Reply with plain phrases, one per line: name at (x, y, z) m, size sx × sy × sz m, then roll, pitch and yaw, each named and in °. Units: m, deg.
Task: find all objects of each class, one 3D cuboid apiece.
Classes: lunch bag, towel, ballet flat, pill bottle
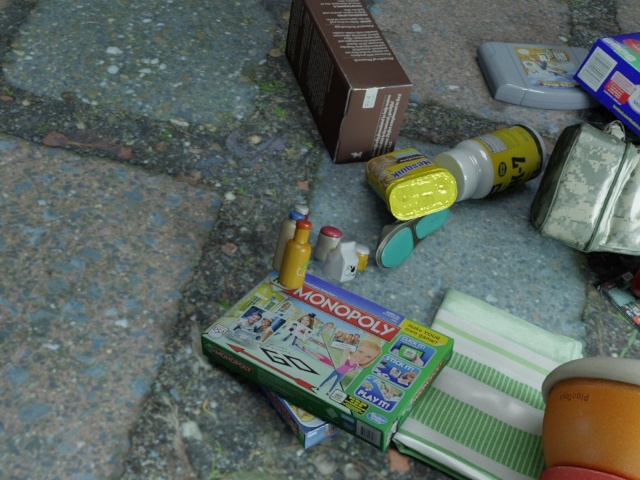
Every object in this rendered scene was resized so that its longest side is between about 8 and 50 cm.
lunch bag at (0.528, -0.077, 1.311) m, size 0.256 × 0.213 × 0.305 m, roll 22°, pitch 10°, yaw 9°
towel at (0.266, 0.234, 1.158) m, size 0.248 × 0.038 × 0.325 m, roll 23°, pitch 49°, yaw 10°
ballet flat at (0.151, -0.015, 1.347) m, size 0.068 × 0.072 × 0.213 m, roll 16°, pitch 40°, yaw 41°
ballet flat at (0.613, -0.182, 1.571) m, size 0.077 × 0.079 × 0.221 m, roll 20°, pitch 48°, yaw 5°
pill bottle at (0.331, -0.150, 1.457) m, size 0.208 × 0.119 × 0.119 m, roll -20°, pitch 56°, yaw -26°

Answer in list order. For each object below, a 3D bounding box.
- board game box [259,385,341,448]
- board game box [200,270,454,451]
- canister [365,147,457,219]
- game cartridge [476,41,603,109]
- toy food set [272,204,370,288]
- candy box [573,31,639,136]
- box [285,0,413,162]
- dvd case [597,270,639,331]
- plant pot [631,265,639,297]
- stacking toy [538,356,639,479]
board game box at (0.028, 0.213, 1.107) m, size 0.201 × 0.035 × 0.136 m, roll -20°, pitch 42°, yaw -26°
board game box at (0.010, 0.159, 1.111) m, size 0.317 × 0.046 × 0.213 m, roll 22°, pitch 43°, yaw 25°
canister at (0.161, -0.109, 1.366) m, size 0.126 × 0.073 × 0.170 m, roll -17°, pitch 25°, yaw -7°
game cartridge at (0.537, -0.391, 1.761) m, size 0.297 × 0.062 × 0.198 m, roll 0°, pitch 45°, yaw -12°
toy food set at (0.000, 0.000, 1.213) m, size 0.111 × 0.104 × 0.232 m, roll 26°, pitch 21°, yaw 33°
candy box at (0.778, -0.350, 1.684) m, size 0.317 × 0.122 × 0.268 m, roll -17°, pitch 58°, yaw -39°
box at (0.046, -0.360, 1.537) m, size 0.143 × 0.191 × 0.381 m, roll -6°, pitch 51°, yaw -17°
dvd case at (0.575, 0.113, 1.346) m, size 0.087 × 0.013 × 0.119 m, roll -21°, pitch 57°, yaw -27°
plant pot at (0.720, 0.068, 1.263) m, size 0.243 × 0.275 × 0.275 m, roll 42°, pitch 53°, yaw 7°
stacking toy at (0.363, 0.416, 0.900) m, size 0.350 × 0.350 × 0.480 m, roll 28°, pitch 68°, yaw 13°
